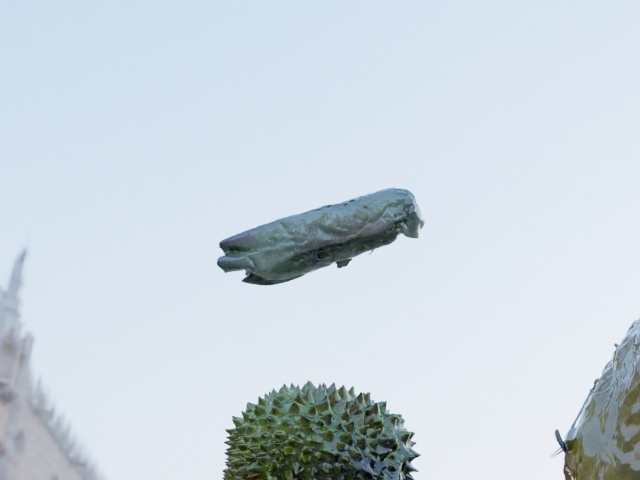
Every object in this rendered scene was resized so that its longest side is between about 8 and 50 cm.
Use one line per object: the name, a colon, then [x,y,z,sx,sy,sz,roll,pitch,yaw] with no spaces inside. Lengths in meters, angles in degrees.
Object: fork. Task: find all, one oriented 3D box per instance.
fork: [0.349,0.253,1.689,0.012,0.115,0.016,33,-4,-16]

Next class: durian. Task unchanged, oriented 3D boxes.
durian: [-0.012,0.308,1.643,0.291,0.224,0.291,-12,-57,-20]

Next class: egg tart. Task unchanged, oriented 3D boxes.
egg tart: [0.287,0.228,1.017,0.153,0.339,0.351,-14,-37,2]

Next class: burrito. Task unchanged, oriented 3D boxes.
burrito: [-0.001,-0.003,1.795,0.309,0.096,0.066,-17,-18,3]
